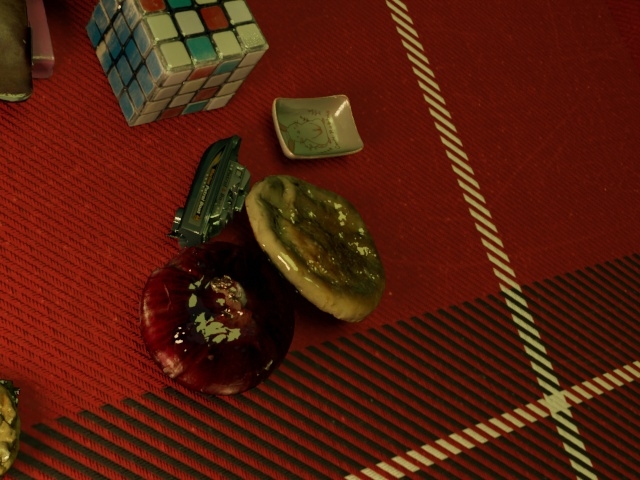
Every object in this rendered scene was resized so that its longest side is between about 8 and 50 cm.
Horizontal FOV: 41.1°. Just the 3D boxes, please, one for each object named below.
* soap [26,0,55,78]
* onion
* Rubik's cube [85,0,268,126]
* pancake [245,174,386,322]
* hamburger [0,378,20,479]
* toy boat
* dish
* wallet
[{"bbox_3d":[-0.671,-0.415,1.690,0.259,0.081,0.181,-5,72,-32],"label":"soap"},{"bbox_3d":[-0.185,0.142,1.635,0.314,0.232,0.313,13,62,-27],"label":"onion"},{"bbox_3d":[-0.306,-0.423,1.797,0.253,0.259,0.256,-21,81,-34],"label":"Rubik's cube"},{"bbox_3d":[0.001,0.001,1.844,0.387,0.082,0.387,34,32,-25],"label":"pancake"},{"bbox_3d":[-0.596,0.316,1.408,0.183,0.130,0.206,10,46,-28],"label":"hamburger"},{"bbox_3d":[-0.215,-0.105,1.791,0.122,0.114,0.296,17,60,1],"label":"toy boat"},{"bbox_3d":[-0.017,-0.256,2.001,0.212,0.077,0.151,-9,76,-33],"label":"dish"},{"bbox_3d":[-0.621,-0.379,1.636,0.137,0.031,0.255,2,70,-31],"label":"wallet"}]
